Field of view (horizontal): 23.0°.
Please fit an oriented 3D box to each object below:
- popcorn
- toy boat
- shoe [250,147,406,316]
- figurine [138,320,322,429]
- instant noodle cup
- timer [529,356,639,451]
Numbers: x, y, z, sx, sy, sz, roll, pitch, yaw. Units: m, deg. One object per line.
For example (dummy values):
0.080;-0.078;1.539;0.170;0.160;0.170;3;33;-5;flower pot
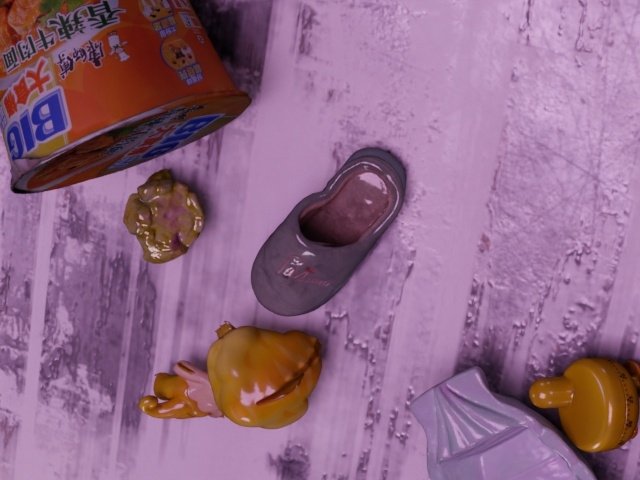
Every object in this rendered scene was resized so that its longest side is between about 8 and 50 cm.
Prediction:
-0.188;-0.026;1.895;0.097;0.089;0.109;-15;112;-9;popcorn
0.226;0.274;1.798;0.199;0.100;0.290;-32;93;27;toy boat
0.000;0.000;1.812;0.103;0.100;0.251;42;114;6;shoe
-0.102;0.172;1.903;0.246;0.131;0.156;-20;117;40;figurine
-0.249;-0.201;1.770;0.296;0.296;0.214;-24;85;27;instant noodle cup
0.296;0.180;1.734;0.107;0.109;0.107;7;98;64;timer
